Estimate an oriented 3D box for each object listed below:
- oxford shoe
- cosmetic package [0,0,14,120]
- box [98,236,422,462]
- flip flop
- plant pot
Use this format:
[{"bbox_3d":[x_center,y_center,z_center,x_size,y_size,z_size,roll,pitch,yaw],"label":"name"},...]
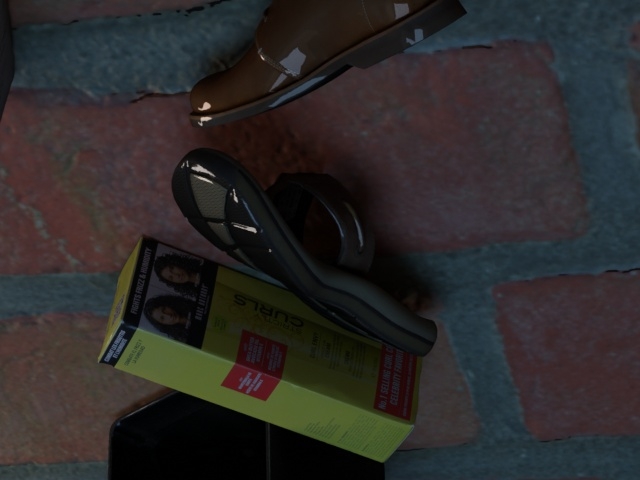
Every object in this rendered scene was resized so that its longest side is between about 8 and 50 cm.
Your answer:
[{"bbox_3d":[-0.009,-0.130,1.178,0.212,0.076,0.076,-25,99,36],"label":"oxford shoe"},{"bbox_3d":[-0.297,-0.178,1.086,0.197,0.155,0.365,6,144,4],"label":"cosmetic package"},{"bbox_3d":[-0.042,0.082,1.397,0.232,0.087,0.058,22,137,-13],"label":"box"},{"bbox_3d":[0.000,0.000,1.300,0.112,0.080,0.277,25,173,45],"label":"flip flop"},{"bbox_3d":[-0.048,0.220,1.498,0.187,0.188,0.167,-28,140,35],"label":"plant pot"}]
